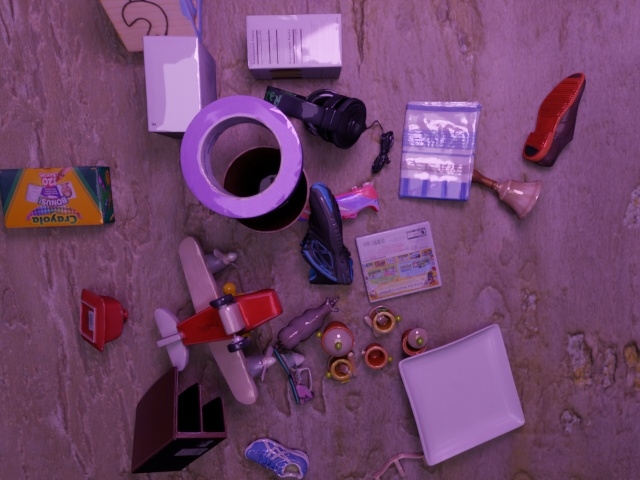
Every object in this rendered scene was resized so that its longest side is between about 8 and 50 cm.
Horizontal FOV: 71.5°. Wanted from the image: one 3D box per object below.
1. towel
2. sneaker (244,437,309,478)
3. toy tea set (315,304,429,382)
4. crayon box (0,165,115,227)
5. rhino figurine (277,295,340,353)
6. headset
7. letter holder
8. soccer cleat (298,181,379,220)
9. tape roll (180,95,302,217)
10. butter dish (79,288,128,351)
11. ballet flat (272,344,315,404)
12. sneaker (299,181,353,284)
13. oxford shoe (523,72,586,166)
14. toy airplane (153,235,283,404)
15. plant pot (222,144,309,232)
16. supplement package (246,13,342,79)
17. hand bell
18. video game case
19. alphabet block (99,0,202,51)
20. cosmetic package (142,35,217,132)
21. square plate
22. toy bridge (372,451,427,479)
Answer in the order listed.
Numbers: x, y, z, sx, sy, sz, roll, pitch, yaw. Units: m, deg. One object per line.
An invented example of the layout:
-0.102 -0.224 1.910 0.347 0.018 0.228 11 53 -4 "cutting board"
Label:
0.339 -0.258 1.280 0.210 0.034 0.284 6 98 12 "towel"
-0.137 0.690 1.403 0.212 0.081 0.080 14 99 -2 "sneaker"
0.156 0.312 1.333 0.337 0.124 0.199 -20 98 1 "toy tea set"
-0.747 -0.124 1.269 0.279 0.081 0.165 -3 98 -1 "crayon box"
-0.031 0.239 1.308 0.243 0.106 0.073 -35 82 -20 "rhino figurine"
0.031 -0.304 1.200 0.395 0.243 0.185 9 111 -27 "headset"
-0.418 0.520 1.299 0.152 0.214 0.302 17 133 -36 "letter holder"
0.050 -0.091 1.294 0.248 0.083 0.095 -20 91 -2 "soccer cleat"
-0.178 -0.190 1.041 0.275 0.090 0.274 0 95 1 "tape roll"
-0.629 0.227 1.313 0.160 0.118 0.160 12 100 41 "butter dish"
-0.076 0.403 1.374 0.079 0.077 0.221 -26 103 -16 "ballet flat"
0.000 0.000 1.243 0.140 0.125 0.340 -8 123 10 "sneaker"
0.687 -0.343 1.281 0.099 0.097 0.271 21 102 -24 "oxford shoe"
-0.278 0.224 1.265 0.385 0.273 0.385 28 117 25 "toy airplane"
-0.133 -0.134 1.205 0.216 0.230 0.215 0 95 1 "plant pot"
-0.068 -0.518 1.201 0.245 0.139 0.133 -2 97 0 "supplement package"
0.497 -0.165 1.297 0.242 0.126 0.126 24 97 7 "hand bell"
0.237 0.065 1.350 0.227 0.026 0.206 -13 98 0 "video game case"
-0.421 -0.621 1.124 0.197 0.192 0.193 -6 67 0 "alphabet block"
-0.357 -0.388 1.169 0.138 0.224 0.223 -1 99 -1 "cosmetic package"
0.433 0.468 1.371 0.348 0.049 0.343 -18 95 -11 "square plate"
0.255 0.734 1.447 0.188 0.026 0.063 -25 96 2 "toy bridge"
